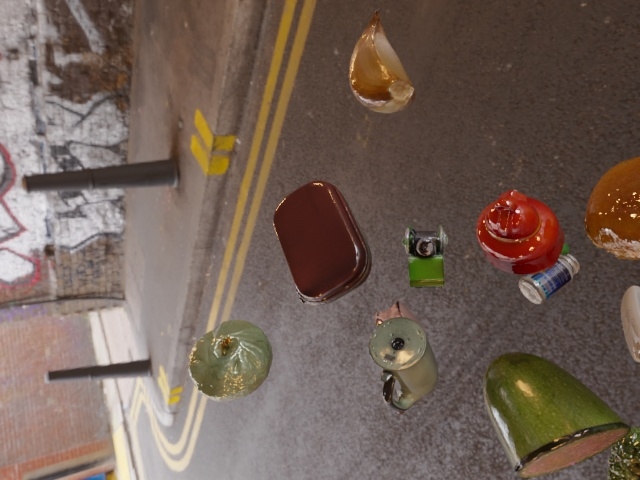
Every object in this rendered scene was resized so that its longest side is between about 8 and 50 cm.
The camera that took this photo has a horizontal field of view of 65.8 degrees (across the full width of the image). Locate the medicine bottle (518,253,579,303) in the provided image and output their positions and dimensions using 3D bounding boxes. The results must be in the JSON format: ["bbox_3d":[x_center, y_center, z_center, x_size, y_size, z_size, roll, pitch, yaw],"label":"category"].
[{"bbox_3d":[0.784,0.125,1.689,0.107,0.192,0.107,54,168,18],"label":"medicine bottle"}]

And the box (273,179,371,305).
[{"bbox_3d":[0.000,0.000,1.513,0.263,0.108,0.403,-32,56,16],"label":"box"}]

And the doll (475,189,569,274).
[{"bbox_3d":[0.448,-0.012,1.120,0.183,0.363,0.160,13,75,35],"label":"doll"}]

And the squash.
[{"bbox_3d":[0.592,0.429,1.333,0.310,0.311,0.308,114,150,-41],"label":"squash"}]

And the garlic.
[{"bbox_3d":[0.115,-0.338,1.004,0.115,0.128,0.206,-22,70,18],"label":"garlic"}]

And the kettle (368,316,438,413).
[{"bbox_3d":[0.243,0.379,1.454,0.165,0.240,0.255,12,150,31],"label":"kettle"}]

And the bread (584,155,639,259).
[{"bbox_3d":[0.663,-0.059,0.846,0.389,0.183,0.235,-18,57,58],"label":"bread"}]

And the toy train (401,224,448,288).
[{"bbox_3d":[0.417,0.063,1.960,0.307,0.174,0.248,-22,-71,-76],"label":"toy train"}]

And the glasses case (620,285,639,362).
[{"bbox_3d":[0.848,0.219,1.315,0.233,0.059,0.092,-69,-12,-45],"label":"glasses case"}]

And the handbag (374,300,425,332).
[{"bbox_3d":[0.303,0.328,1.904,0.116,0.205,0.179,-41,94,13],"label":"handbag"}]

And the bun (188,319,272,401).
[{"bbox_3d":[-0.211,0.268,1.133,0.195,0.196,0.118,60,174,34],"label":"bun"}]

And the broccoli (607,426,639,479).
[{"bbox_3d":[0.929,0.620,1.304,0.302,0.186,0.253,17,102,58],"label":"broccoli"}]
